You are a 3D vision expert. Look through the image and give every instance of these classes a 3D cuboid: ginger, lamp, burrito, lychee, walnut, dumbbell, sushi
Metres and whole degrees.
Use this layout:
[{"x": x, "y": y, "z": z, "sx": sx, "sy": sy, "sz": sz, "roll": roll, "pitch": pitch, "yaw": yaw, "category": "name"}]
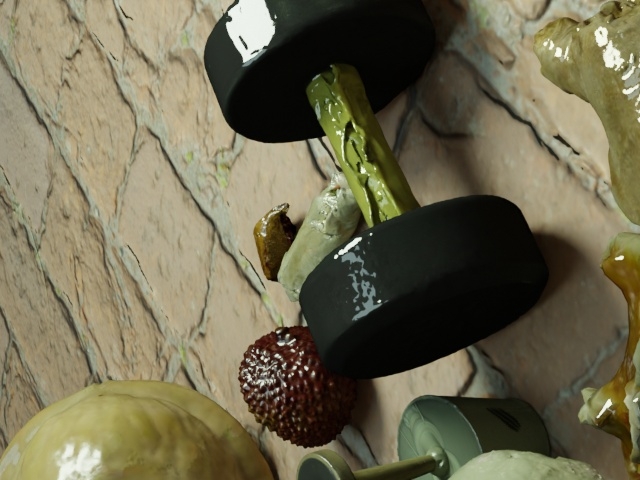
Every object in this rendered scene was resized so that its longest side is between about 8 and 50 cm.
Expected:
[{"x": 0.231, "y": -0.107, "z": 0.878, "sx": 0.137, "sy": 0.074, "sz": 0.213, "roll": -60, "pitch": 43, "yaw": 44, "category": "ginger"}, {"x": 0.086, "y": 0.192, "z": 1.028, "sx": 0.121, "sy": 0.214, "sz": 0.121, "roll": 20, "pitch": 114, "yaw": 52, "category": "lamp"}, {"x": -0.002, "y": 0.000, "z": 1.278, "sx": 0.058, "sy": 0.045, "sz": 0.188, "roll": 67, "pitch": 147, "yaw": 34, "category": "burrito"}, {"x": -0.021, "y": 0.151, "z": 1.270, "sx": 0.123, "sy": 0.123, "sz": 0.129, "roll": -20, "pitch": 79, "yaw": 57, "category": "lychee"}, {"x": -0.220, "y": 0.344, "z": 1.440, "sx": 0.381, "sy": 0.381, "sz": 0.381, "roll": 18, "pitch": 111, "yaw": 54, "category": "walnut"}, {"x": 0.041, "y": -0.063, "z": 1.054, "sx": 0.204, "sy": 0.203, "sz": 0.323, "roll": -49, "pitch": 56, "yaw": 49, "category": "dumbbell"}, {"x": -0.047, "y": 0.002, "z": 1.350, "sx": 0.050, "sy": 0.047, "sz": 0.099, "roll": -120, "pitch": 21, "yaw": -49, "category": "sushi"}]

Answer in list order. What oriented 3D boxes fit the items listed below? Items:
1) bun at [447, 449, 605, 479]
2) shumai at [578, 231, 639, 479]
[{"x": 0.161, "y": 0.277, "z": 0.924, "sx": 0.168, "sy": 0.272, "sz": 0.273, "roll": -73, "pitch": -7, "yaw": -65, "category": "bun"}, {"x": 0.279, "y": 0.086, "z": 0.672, "sx": 0.267, "sy": 0.262, "sz": 0.314, "roll": -46, "pitch": 61, "yaw": 52, "category": "shumai"}]
